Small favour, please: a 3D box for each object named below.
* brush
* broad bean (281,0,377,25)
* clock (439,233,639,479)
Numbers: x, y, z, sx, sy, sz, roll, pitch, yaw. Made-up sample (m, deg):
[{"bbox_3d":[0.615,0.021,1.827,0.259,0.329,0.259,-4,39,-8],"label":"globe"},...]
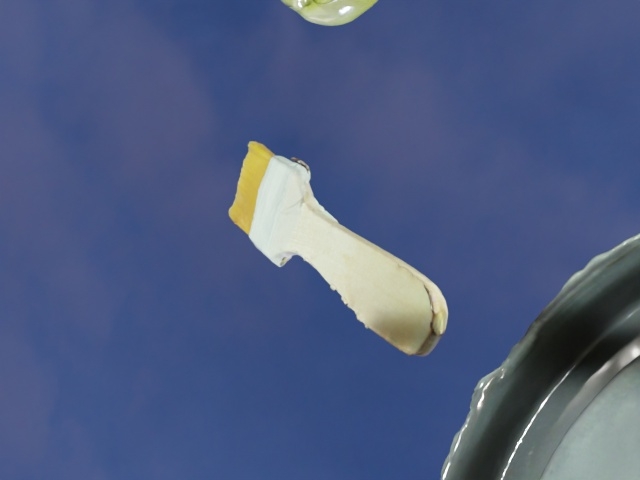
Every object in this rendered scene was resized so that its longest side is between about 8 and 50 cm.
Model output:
[{"bbox_3d":[0.000,0.000,0.639,0.336,0.020,0.085,41,-63,61],"label":"brush"},{"bbox_3d":[0.019,-0.231,0.666,0.082,0.174,0.124,32,-38,-26],"label":"broad bean"},{"bbox_3d":[0.166,0.126,0.293,0.067,0.325,0.325,32,-44,-33],"label":"clock"}]
